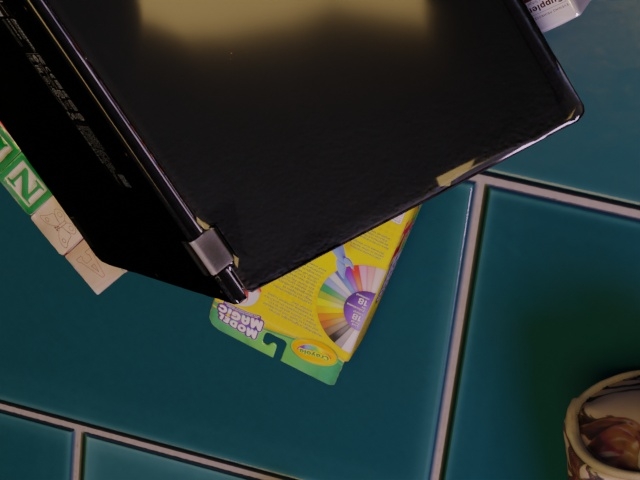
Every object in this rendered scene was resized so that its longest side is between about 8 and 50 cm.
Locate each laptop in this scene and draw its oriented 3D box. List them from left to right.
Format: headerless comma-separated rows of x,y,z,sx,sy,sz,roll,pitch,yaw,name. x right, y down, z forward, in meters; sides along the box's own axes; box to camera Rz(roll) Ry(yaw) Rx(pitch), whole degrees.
-0.098,-0.178,1.354,0.382,0.236,0.408,57,160,-20,laptop

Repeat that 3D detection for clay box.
0.000,0.000,1.593,0.127,0.053,0.222,27,121,8,clay box

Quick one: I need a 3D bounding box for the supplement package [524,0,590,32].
0.095,-0.246,1.364,0.149,0.194,0.203,-22,104,28,supplement package

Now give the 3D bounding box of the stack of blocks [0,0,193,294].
-0.208,-0.124,1.569,0.297,0.087,0.171,50,133,-3,stack of blocks

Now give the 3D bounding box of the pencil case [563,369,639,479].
0.311,0.311,1.567,0.184,0.160,0.410,3,115,34,pencil case
